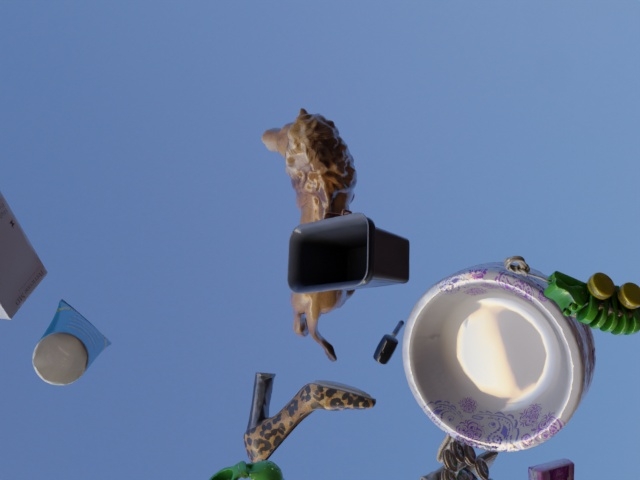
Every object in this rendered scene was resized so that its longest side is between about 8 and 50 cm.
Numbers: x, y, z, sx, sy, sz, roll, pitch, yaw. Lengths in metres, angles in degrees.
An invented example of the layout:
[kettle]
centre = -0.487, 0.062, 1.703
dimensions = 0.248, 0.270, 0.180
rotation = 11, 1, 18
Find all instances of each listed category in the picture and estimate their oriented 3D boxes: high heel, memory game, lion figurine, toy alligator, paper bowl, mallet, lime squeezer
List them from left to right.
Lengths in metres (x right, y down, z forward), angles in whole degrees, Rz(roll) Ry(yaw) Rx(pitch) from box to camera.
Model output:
[lime squeezer]
centre = -0.125, 0.389, 1.205
dimensions = 0.310, 0.059, 0.110
rotation = 2, -56, -15
[high heel]
centre = -0.022, 0.360, 1.497
dimensions = 0.093, 0.261, 0.186
rotation = 25, -110, -64
[lion figurine]
centre = 0.000, 0.000, 1.255
dimensions = 0.142, 0.240, 0.392
rotation = -7, -98, 2
[mallet]
centre = 0.167, 0.211, 1.761
dimensions = 0.039, 0.062, 0.189
rotation = 29, -152, 9
[memory game]
centre = 0.241, 0.399, 1.205
dimensions = 0.186, 0.012, 0.186
rotation = 41, -148, -33
[paper bowl]
centre = 0.284, 0.173, 1.229
dimensions = 0.148, 0.284, 0.284
rotation = -16, -85, -58
[toy alligator]
centre = 0.281, 0.066, 0.835
dimensions = 0.189, 0.056, 0.051
rotation = 17, -126, -12

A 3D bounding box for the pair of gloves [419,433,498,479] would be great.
[pair of gloves]
centre = 0.268, 0.394, 1.455
dimensions = 0.204, 0.042, 0.240
rotation = -18, -44, -34

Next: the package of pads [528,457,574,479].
[package of pads]
centre = 0.380, 0.392, 1.287
dimensions = 0.083, 0.032, 0.050
rotation = -3, -85, -30

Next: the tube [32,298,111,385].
[tube]
centre = -0.267, 0.107, 0.849
dimensions = 0.052, 0.207, 0.080
rotation = -42, -80, -5

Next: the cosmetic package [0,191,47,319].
[cosmetic package]
centre = -0.543, 0.007, 1.252
dimensions = 0.117, 0.085, 0.231
rotation = -65, -31, -42

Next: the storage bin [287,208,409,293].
[storage bin]
centre = 0.038, 0.017, 0.931
dimensions = 0.091, 0.135, 0.098
rotation = 13, -106, -42
